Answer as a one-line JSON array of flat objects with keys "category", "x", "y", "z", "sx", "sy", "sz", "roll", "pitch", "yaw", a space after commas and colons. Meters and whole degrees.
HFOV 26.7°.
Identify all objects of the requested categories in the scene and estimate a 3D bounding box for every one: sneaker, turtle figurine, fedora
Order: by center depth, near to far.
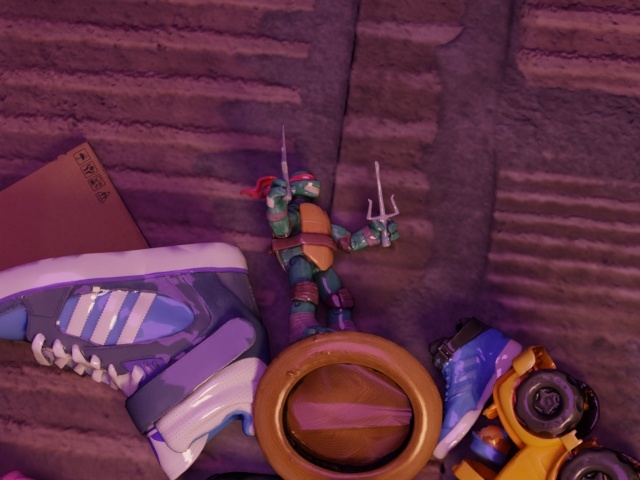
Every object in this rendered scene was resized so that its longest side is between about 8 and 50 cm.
[{"category": "fedora", "x": 0.029, "y": 0.177, "z": 1.402, "sx": 0.194, "sy": 0.079, "sz": 0.194, "roll": 1, "pitch": 98, "yaw": 4}, {"category": "sneaker", "x": -0.211, "y": 0.139, "z": 1.413, "sx": 0.323, "sy": 0.130, "sz": 0.236, "roll": -9, "pitch": 76, "yaw": -7}, {"category": "sneaker", "x": 0.139, "y": 0.149, "z": 1.420, "sx": 0.085, "sy": 0.058, "sz": 0.152, "roll": 34, "pitch": 76, "yaw": 8}, {"category": "turtle figurine", "x": 0.000, "y": 0.000, "z": 1.456, "sx": 0.175, "sy": 0.118, "sz": 0.234, "roll": 4, "pitch": 71, "yaw": -35}]

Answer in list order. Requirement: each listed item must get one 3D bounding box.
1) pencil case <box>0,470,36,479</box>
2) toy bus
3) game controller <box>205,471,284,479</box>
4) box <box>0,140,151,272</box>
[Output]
[{"category": "pencil case", "x": -0.261, "y": 0.330, "z": 1.398, "sx": 0.209, "sy": 0.095, "sz": 0.098, "roll": 26, "pitch": 43, "yaw": 15}, {"category": "toy bus", "x": 0.208, "y": 0.245, "z": 1.356, "sx": 0.211, "sy": 0.149, "sz": 0.220, "roll": -35, "pitch": 70, "yaw": 12}, {"category": "game controller", "x": -0.063, "y": 0.399, "z": 1.379, "sx": 0.167, "sy": 0.067, "sz": 0.319, "roll": 7, "pitch": 75, "yaw": -7}, {"category": "box", "x": -0.287, "y": 0.009, "z": 1.530, "sx": 0.164, "sy": 0.021, "sz": 0.201, "roll": -31, "pitch": 73, "yaw": -3}]
